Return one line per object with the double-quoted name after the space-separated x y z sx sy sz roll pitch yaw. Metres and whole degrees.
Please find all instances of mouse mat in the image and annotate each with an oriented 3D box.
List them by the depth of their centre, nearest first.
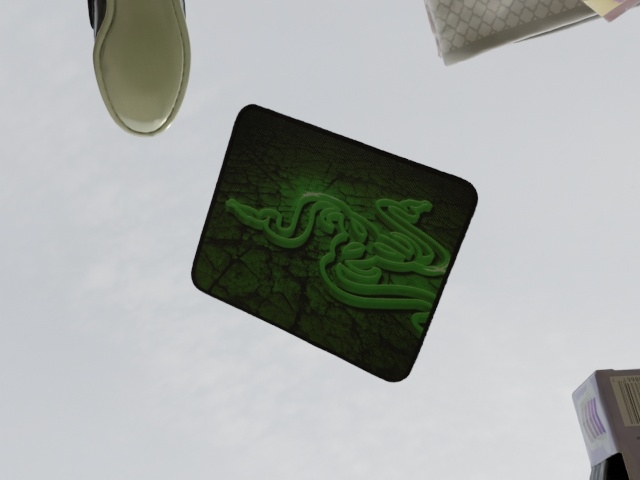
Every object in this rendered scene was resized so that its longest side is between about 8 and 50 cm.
0.000 0.000 0.442 0.189 0.007 0.153 22 -77 16 "mouse mat"

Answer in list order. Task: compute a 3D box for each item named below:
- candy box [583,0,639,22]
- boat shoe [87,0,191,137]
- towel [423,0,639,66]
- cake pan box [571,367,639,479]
0.192 -0.253 0.394 0.109 0.053 0.187 -30 -112 39 "candy box"
-0.238 -0.307 0.798 0.127 0.340 0.113 -6 -143 -7 "boat shoe"
0.246 -0.374 0.639 0.331 0.053 0.317 -14 -56 15 "towel"
0.350 0.218 0.469 0.266 0.070 0.246 -3 -124 -2 "cake pan box"
